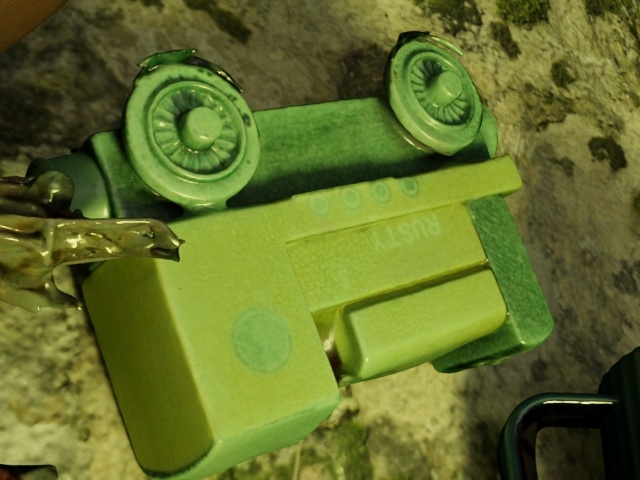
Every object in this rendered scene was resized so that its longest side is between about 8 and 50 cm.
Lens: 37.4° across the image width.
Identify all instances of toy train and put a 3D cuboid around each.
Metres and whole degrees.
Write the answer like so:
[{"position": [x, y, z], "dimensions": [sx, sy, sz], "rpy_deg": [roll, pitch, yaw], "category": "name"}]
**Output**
[{"position": [0.000, 0.000, 0.675], "dimensions": [0.397, 0.160, 0.253], "rpy_deg": [-14, 78, -37], "category": "toy train"}]

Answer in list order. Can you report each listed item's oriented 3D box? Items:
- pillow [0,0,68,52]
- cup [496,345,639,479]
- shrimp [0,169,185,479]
[{"position": [-0.281, -0.104, 0.467], "dimensions": [0.305, 0.308, 0.108], "rpy_deg": [-29, 107, -40], "category": "pillow"}, {"position": [0.311, 0.234, 0.709], "dimensions": [0.242, 0.308, 0.292], "rpy_deg": [46, 38, -47], "category": "cup"}, {"position": [-0.233, 0.066, 0.464], "dimensions": [0.360, 0.085, 0.246], "rpy_deg": [-18, 80, -17], "category": "shrimp"}]
